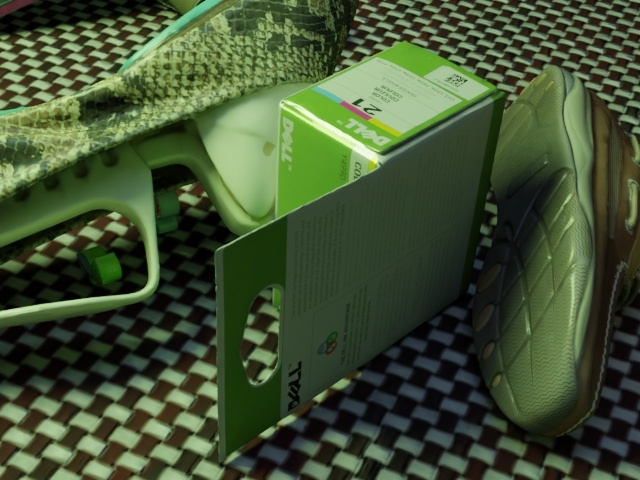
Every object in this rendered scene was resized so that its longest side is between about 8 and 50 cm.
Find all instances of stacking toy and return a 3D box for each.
[{"bbox_3d":[-0.148,-0.056,0.920,0.167,0.052,0.221,-19,44,-25],"label":"stacking toy"}]

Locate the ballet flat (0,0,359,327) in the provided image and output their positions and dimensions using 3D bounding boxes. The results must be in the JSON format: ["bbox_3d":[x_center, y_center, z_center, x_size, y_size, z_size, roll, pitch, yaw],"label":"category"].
[{"bbox_3d":[-0.143,-0.046,0.794,0.482,0.164,0.182,-26,74,-17],"label":"ballet flat"}]

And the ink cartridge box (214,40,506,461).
[{"bbox_3d":[0.000,0.000,0.750,0.255,0.189,0.097,-30,50,-34],"label":"ink cartridge box"}]

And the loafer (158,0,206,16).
[{"bbox_3d":[-0.113,-0.265,1.149,0.251,0.094,0.087,24,39,24],"label":"loafer"}]

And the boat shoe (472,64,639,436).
[{"bbox_3d":[0.195,0.004,0.817,0.116,0.123,0.324,28,50,-17],"label":"boat shoe"}]

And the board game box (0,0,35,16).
[{"bbox_3d":[-0.299,-0.356,1.080,0.303,0.224,0.097,-24,44,-2],"label":"board game box"}]
